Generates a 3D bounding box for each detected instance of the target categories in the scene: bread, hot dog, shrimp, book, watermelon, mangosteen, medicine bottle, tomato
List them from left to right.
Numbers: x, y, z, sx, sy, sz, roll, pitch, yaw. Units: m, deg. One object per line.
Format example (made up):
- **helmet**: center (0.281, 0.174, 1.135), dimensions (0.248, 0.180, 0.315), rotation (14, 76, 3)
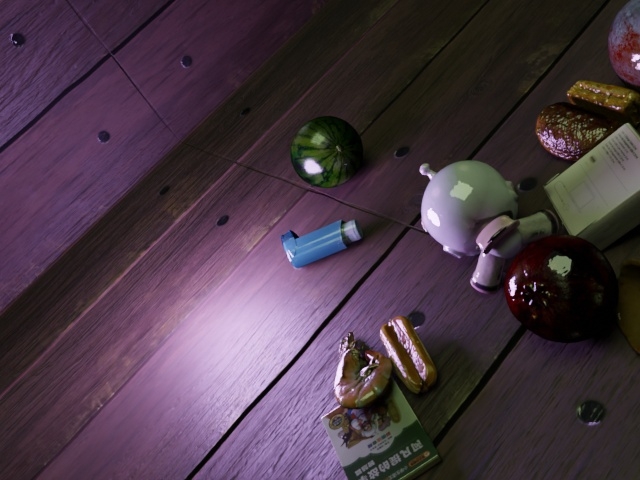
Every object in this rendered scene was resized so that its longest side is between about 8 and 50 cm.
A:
- **medicine bottle**: center (0.000, 0.000, 2.064), dimensions (0.258, 0.079, 0.124), rotation (-21, 39, 18)
- **watermelon**: center (0.021, -0.290, 2.232), dimensions (0.242, 0.242, 0.242), rotation (-21, 39, 18)
- **shrimp**: center (0.102, 0.299, 1.654), dimensions (0.152, 0.063, 0.287), rotation (-28, 26, 16)
- **book**: center (0.128, 0.443, 1.532), dimensions (0.202, 0.027, 0.264), rotation (-33, 37, 2)
- **hot dog**: center (0.208, 0.267, 1.632), dimensions (0.092, 0.062, 0.236), rotation (-31, 40, 8)
- **mangosteen**: center (0.534, 0.101, 1.471), dimensions (0.261, 0.236, 0.235), rotation (-9, 16, -42)
- **hot dog**: center (0.692, -0.295, 1.831), dimensions (0.160, 0.099, 0.227), rotation (-40, 39, -6)
- **bread**: center (0.776, -0.375, 1.847), dimensions (0.083, 0.114, 0.211), rotation (-56, 39, 0)
- **tomato**: center (0.917, -0.522, 1.770), dimensions (0.316, 0.282, 0.317), rotation (-30, 38, 27)

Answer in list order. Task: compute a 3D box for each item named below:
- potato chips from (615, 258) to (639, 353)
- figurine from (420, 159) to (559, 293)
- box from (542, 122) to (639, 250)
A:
- **potato chips**: center (0.659, 0.132, 1.352), dimensions (0.061, 0.196, 0.208), rotation (-2, -1, -10)
- **figurine**: center (0.404, -0.067, 1.716), dimensions (0.253, 0.211, 0.361), rotation (-35, 38, 1)
- **box**: center (0.675, -0.120, 1.594), dimensions (0.251, 0.106, 0.203), rotation (-43, 31, 26)
